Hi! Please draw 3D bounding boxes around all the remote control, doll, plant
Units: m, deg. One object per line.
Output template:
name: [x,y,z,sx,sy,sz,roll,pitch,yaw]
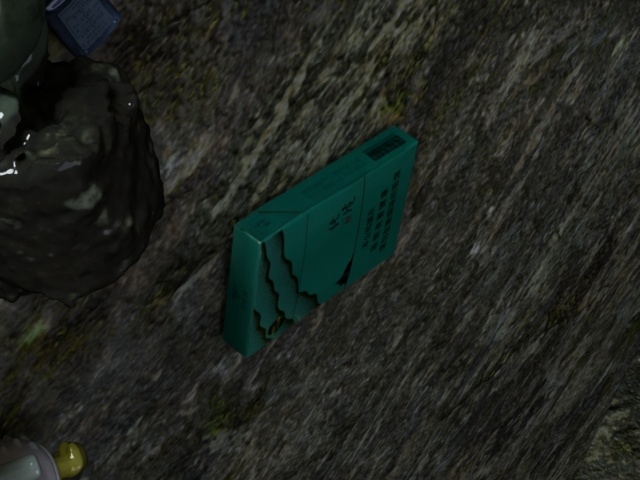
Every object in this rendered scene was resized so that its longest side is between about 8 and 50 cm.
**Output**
remote control: [-0.173,-0.167,0.856,0.043,0.027,0.152,-54,156,-8]
doll: [-0.278,0.202,1.073,0.129,0.081,0.207,-31,163,33]
plant: [-0.199,-0.091,0.784,0.274,0.149,0.146,62,23,-44]

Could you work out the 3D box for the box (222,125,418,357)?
box: [0.000,0.000,1.325,0.226,0.042,0.161,-33,147,-36]
